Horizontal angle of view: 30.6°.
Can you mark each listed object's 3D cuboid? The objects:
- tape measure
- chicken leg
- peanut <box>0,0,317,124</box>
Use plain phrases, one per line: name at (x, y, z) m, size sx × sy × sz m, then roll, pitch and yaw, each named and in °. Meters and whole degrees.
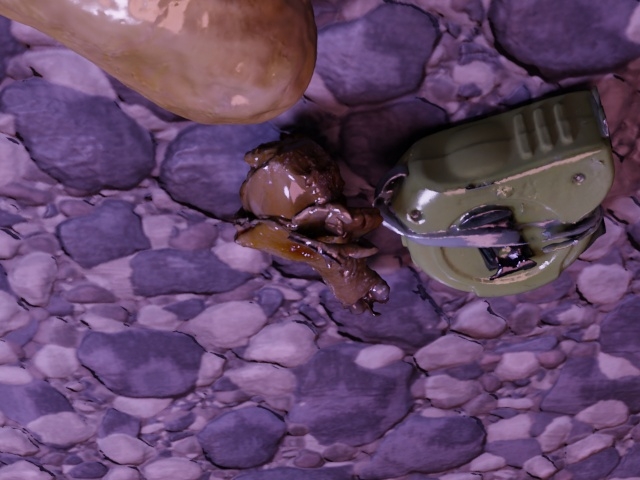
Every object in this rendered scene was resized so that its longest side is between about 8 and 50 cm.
tape measure at (0.134, -0.024, 0.874) m, size 0.177 × 0.088 × 0.154 m, roll -13°, pitch 137°, yaw 14°
chicken leg at (-0.007, -0.004, 0.887) m, size 0.125 × 0.080 × 0.196 m, roll 32°, pitch 163°, yaw 16°
peanut at (-0.128, -0.180, 0.664) m, size 0.318 × 0.148 × 0.147 m, roll 31°, pitch 128°, yaw -25°
